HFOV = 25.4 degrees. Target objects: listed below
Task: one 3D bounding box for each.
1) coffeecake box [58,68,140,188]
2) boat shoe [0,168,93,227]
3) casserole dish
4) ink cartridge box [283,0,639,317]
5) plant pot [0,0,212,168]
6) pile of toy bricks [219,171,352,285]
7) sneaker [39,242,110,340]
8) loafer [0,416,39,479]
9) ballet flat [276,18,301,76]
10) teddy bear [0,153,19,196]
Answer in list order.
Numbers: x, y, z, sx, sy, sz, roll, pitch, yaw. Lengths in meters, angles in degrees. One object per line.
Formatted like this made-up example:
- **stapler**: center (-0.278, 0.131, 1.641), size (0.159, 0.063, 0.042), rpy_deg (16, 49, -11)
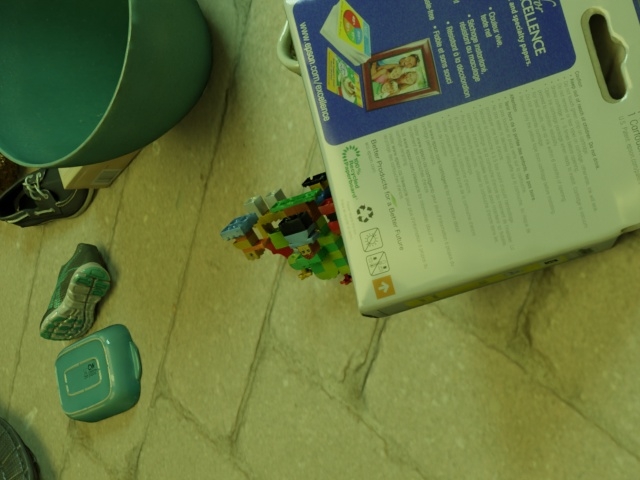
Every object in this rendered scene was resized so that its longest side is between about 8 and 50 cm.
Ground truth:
- **coffeecake box**: center (-0.295, -0.181, 1.816), size (0.142, 0.068, 0.185), rpy_deg (-41, 62, 45)
- **boat shoe**: center (-0.375, -0.061, 1.922), size (0.206, 0.065, 0.075), rpy_deg (-21, 76, 49)
- **casserole dish**: center (-0.299, 0.178, 1.869), size (0.188, 0.037, 0.114), rpy_deg (-24, 74, 47)
- **ink cartridge box**: center (0.146, -0.118, 1.248), size (0.307, 0.072, 0.304), rpy_deg (-17, 77, 15)
- **plant pot**: center (-0.239, -0.220, 1.631), size (0.290, 0.195, 0.290), rpy_deg (-3, 85, 42)
- **pile of toy bricks**: center (0.000, 0.000, 1.460), size (0.212, 0.118, 0.105), rpy_deg (-16, 112, 41)
- **sneaker**: center (-0.327, 0.069, 1.890), size (0.166, 0.065, 0.076), rpy_deg (-51, 39, 35)
- **loafer**: center (-0.481, 0.304, 2.075), size (0.302, 0.095, 0.109), rpy_deg (34, 87, 39)
- **ballet flat**: center (0.047, -0.329, 1.346), size (0.139, 0.139, 0.400), rpy_deg (34, 118, 44)
- **teddy bear**: center (-0.463, -0.218, 1.982), size (0.338, 0.113, 0.245), rpy_deg (-56, 49, 36)
